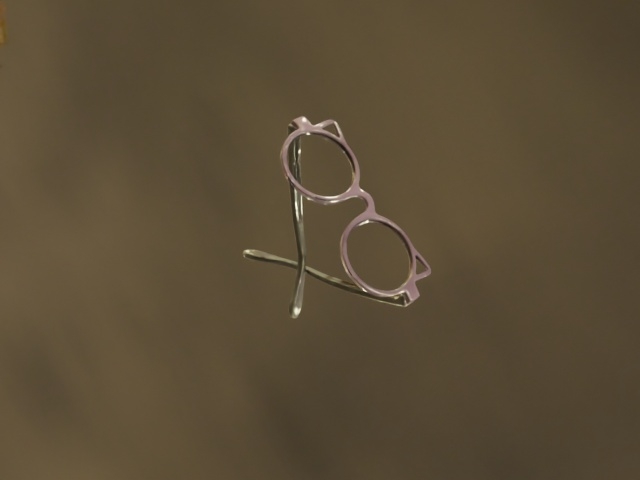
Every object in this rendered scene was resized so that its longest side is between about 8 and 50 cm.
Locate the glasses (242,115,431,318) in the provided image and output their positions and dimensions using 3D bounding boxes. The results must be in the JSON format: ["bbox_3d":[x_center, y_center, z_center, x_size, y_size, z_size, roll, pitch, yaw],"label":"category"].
[{"bbox_3d":[0.000,0.000,0.561,0.140,0.062,0.104,56,-36,8],"label":"glasses"}]
